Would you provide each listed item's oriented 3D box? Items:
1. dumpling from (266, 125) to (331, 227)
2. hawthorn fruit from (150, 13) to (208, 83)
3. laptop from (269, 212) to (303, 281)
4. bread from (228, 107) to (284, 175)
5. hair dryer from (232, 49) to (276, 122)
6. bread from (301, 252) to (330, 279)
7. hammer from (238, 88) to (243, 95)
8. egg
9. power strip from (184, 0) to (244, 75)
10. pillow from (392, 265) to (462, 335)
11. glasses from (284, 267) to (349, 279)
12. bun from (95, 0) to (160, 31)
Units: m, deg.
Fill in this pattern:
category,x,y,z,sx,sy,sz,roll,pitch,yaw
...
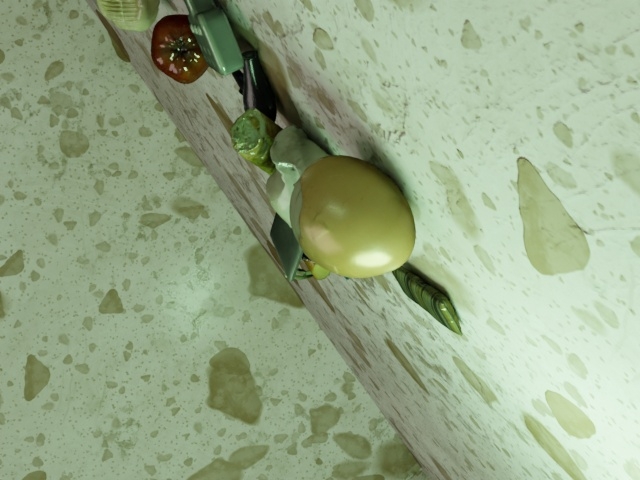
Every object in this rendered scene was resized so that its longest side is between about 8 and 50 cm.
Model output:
category,x,y,z,sx,sy,sz,roll,pitch,yaw
dumpling,-0.030,-0.117,1.503,0.227,0.175,0.243,-97,11,-49
hawthorn fruit,-0.332,-0.466,1.711,0.163,0.162,0.203,56,-175,-14
laptop,-0.068,-0.053,1.749,0.188,0.015,0.269,63,145,41
bread,-0.108,-0.201,1.546,0.269,0.087,0.098,29,-129,-69
hair dryer,-0.169,-0.365,1.564,0.219,0.075,0.196,54,163,40
bread,0.000,0.000,1.788,0.169,0.140,0.160,53,176,3
hammer,-0.154,-0.310,1.763,0.065,0.021,0.178,46,170,36
egg,0.057,-0.036,1.229,0.244,0.201,0.201,32,160,32
power strip,-0.236,-0.449,1.465,0.265,0.059,0.194,-131,18,-66
pillow,0.217,0.115,1.465,0.203,0.038,0.113,41,167,53
glasses,-0.005,0.058,1.973,0.239,0.206,0.102,154,116,-78
bun,-0.502,-0.662,1.829,0.229,0.145,0.229,19,136,19
